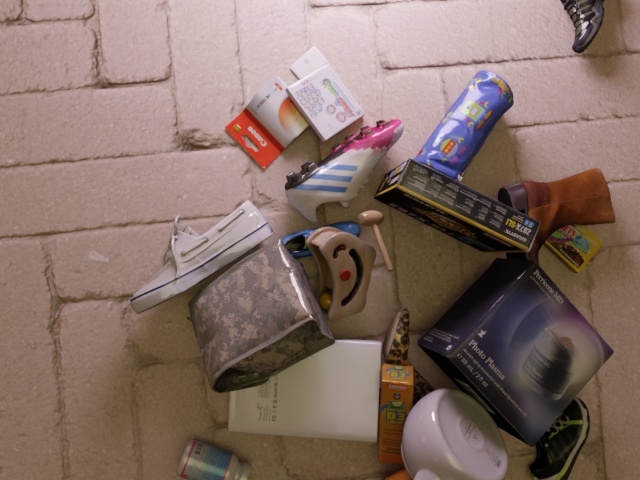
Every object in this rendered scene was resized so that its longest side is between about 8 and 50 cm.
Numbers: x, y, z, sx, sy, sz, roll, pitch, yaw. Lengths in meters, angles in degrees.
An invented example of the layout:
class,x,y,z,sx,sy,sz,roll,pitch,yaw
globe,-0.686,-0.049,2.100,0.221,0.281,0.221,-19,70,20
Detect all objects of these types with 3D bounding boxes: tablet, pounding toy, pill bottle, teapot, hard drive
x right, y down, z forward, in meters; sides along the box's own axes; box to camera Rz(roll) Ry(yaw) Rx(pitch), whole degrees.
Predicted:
class,x,y,z,sx,sy,sz,roll,pitch,yaw
tablet,-0.029,-0.438,1.460,0.083,0.006,0.054,-43,93,-5
pounding toy,0.060,0.058,1.349,0.154,0.155,0.269,6,99,-32
pill bottle,-0.249,0.534,1.382,0.160,0.087,0.087,21,87,-4
teapot,0.270,0.462,1.292,0.256,0.252,0.187,19,130,-30
hard drive,-0.037,0.347,1.399,0.353,0.047,0.233,3,89,4

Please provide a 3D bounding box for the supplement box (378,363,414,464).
class,x,y,z,sx,sy,sz,roll,pitch,yaw
supplement box,0.177,0.410,1.384,0.078,0.080,0.233,3,109,9

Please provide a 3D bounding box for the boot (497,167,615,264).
class,x,y,z,sx,sy,sz,roll,pitch,yaw
boot,0.596,-0.031,1.458,0.280,0.096,0.264,-9,81,-12

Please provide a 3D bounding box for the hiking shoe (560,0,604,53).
class,x,y,z,sx,sy,sz,roll,pitch,yaw
hiking shoe,0.660,-0.587,1.497,0.114,0.086,0.227,17,82,9

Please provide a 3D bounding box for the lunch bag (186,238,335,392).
class,x,y,z,sx,sy,sz,roll,pitch,yaw
lunch bag,-0.148,0.181,1.315,0.287,0.169,0.235,-29,54,5

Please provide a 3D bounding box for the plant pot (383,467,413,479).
class,x,y,z,sx,sy,sz,roll,pitch,yaw
plant pot,0.281,0.604,1.387,0.188,0.205,0.205,-29,92,-21

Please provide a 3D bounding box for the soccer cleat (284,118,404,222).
class,x,y,z,sx,sy,sz,roll,pitch,yaw
soccer cleat,0.072,-0.168,1.424,0.331,0.116,0.143,-32,108,-3

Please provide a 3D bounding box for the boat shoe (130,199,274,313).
class,x,y,z,sx,sy,sz,roll,pitch,yaw
boat shoe,-0.300,0.017,1.363,0.367,0.136,0.156,-33,92,-8

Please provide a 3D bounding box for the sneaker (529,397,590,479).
class,x,y,z,sx,sy,sz,roll,pitch,yaw
sneaker,0.589,0.498,1.461,0.097,0.084,0.235,20,87,-3

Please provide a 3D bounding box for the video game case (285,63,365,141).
class,x,y,z,sx,sy,sz,roll,pitch,yaw
video game case,0.014,-0.337,1.431,0.143,0.019,0.157,-38,93,-27

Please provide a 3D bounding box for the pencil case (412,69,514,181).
class,x,y,z,sx,sy,sz,roll,pitch,yaw
pencil case,0.350,-0.263,1.432,0.133,0.119,0.306,34,86,26

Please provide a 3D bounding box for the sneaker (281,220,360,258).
class,x,y,z,sx,sy,sz,roll,pitch,yaw
sneaker,0.000,0.000,1.418,0.209,0.082,0.069,-14,88,-7

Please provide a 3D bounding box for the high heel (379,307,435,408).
class,x,y,z,sx,sy,sz,roll,pitch,yaw
high heel,0.242,0.295,1.421,0.186,0.093,0.261,10,104,1

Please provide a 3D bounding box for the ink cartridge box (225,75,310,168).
class,x,y,z,sx,sy,sz,roll,pitch,yaw
ink cartridge box,-0.122,-0.289,1.430,0.179,0.045,0.145,-44,93,-7

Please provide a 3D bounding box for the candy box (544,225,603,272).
class,x,y,z,sx,sy,sz,roll,pitch,yaw
candy box,0.614,-0.022,1.500,0.206,0.027,0.105,42,83,-3

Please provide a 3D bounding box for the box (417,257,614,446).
class,x,y,z,sx,sy,sz,roll,pitch,yaw
box,0.442,0.243,1.343,0.294,0.183,0.296,-45,99,-9

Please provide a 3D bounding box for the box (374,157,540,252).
class,x,y,z,sx,sy,sz,roll,pitch,yaw
box,0.301,-0.071,1.358,0.322,0.257,0.079,26,88,-5
